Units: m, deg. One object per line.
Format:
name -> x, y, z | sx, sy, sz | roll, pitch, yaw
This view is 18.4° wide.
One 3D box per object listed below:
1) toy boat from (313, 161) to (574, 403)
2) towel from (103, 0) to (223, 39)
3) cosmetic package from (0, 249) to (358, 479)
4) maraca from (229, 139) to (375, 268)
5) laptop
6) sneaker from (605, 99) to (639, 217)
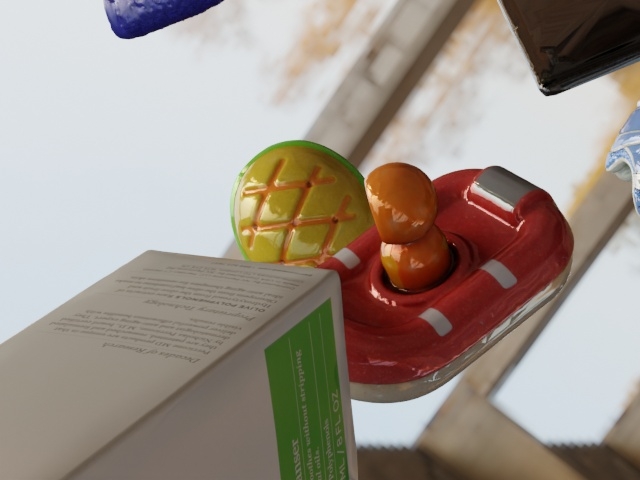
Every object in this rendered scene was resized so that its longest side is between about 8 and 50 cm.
toy boat -> 0.067, 0.008, 1.444 | 0.151, 0.231, 0.151 | 33, 154, 47
towel -> -0.062, -0.312, 1.622 | 0.076, 0.308, 0.227 | 3, -106, -53
cosmetic package -> -0.129, 0.160, 1.146 | 0.155, 0.197, 0.365 | 6, -155, 27
maraca -> 0.000, 0.000, 1.694 | 0.185, 0.127, 0.099 | 53, -164, 5
laptop -> 0.398, -0.206, 1.887 | 0.382, 0.408, 0.236 | -101, -12, -61
sneaker -> 0.276, -0.027, 1.394 | 0.080, 0.081, 0.211 | 27, -159, -37
